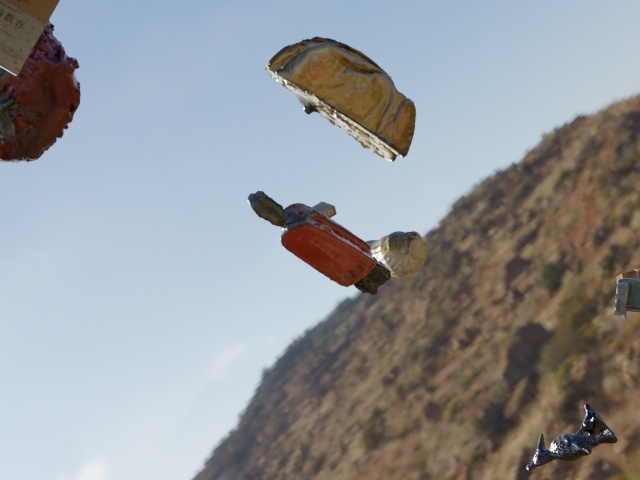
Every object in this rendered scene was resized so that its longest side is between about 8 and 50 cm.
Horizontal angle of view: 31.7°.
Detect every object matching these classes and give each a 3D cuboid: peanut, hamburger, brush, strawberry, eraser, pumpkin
[{"bbox_3d":[0.128,0.032,2.109,0.087,0.087,0.206,-37,10,-32],"label":"peanut"},{"bbox_3d":[0.041,-0.240,1.816,0.131,0.262,0.124,-59,10,-7],"label":"hamburger"},{"bbox_3d":[0.000,-0.001,1.673,0.070,0.051,0.323,-36,-41,18],"label":"brush"},{"bbox_3d":[-0.542,-0.285,1.991,0.274,0.274,0.220,-45,8,20],"label":"strawberry"},{"bbox_3d":[-0.016,-0.036,1.841,0.083,0.038,0.019,-31,-56,-29],"label":"eraser"},{"bbox_3d":[0.636,0.087,2.217,0.101,0.073,0.035,-17,-28,19],"label":"pumpkin"}]

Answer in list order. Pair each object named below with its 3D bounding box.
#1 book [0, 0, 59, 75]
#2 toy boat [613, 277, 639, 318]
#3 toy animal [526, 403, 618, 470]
[{"bbox_3d":[-0.443,-0.338,1.603,0.172,0.118,0.012,-62,18,-4],"label":"book"},{"bbox_3d":[0.497,0.091,1.661,0.096,0.122,0.034,79,-154,-47],"label":"toy boat"},{"bbox_3d":[0.472,0.385,2.129,0.202,0.070,0.105,-32,17,28],"label":"toy animal"}]
